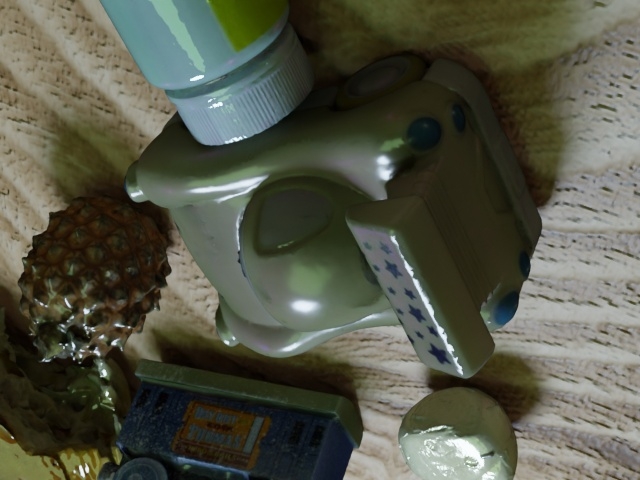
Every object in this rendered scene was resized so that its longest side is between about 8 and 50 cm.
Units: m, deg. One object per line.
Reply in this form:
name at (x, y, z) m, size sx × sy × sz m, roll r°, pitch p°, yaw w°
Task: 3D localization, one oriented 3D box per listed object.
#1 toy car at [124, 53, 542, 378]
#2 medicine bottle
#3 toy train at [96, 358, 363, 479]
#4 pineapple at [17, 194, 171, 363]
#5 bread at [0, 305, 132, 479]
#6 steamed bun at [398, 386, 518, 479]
toy car at (0.000, 0.000, 1.061) m, size 0.336 × 0.226 × 0.242 m, roll -8°, pitch 126°, yaw 33°
medicine bottle at (-0.105, -0.203, 0.991) m, size 0.139 × 0.139 × 0.225 m, roll -7°, pitch 126°, yaw 34°
toy train at (-0.104, 0.256, 1.385) m, size 0.300 × 0.202 × 0.131 m, roll 8°, pitch 149°, yaw 22°
pineapple at (-0.248, 0.053, 1.273) m, size 0.166 × 0.193 × 0.166 m, roll 16°, pitch 140°, yaw 14°
bread at (-0.415, 0.230, 1.522) m, size 0.370 × 0.191 × 0.314 m, roll -19°, pitch 105°, yaw 6°
steamed bun at (0.151, 0.209, 1.273) m, size 0.130 × 0.091 × 0.112 m, roll -9°, pitch 119°, yaw 38°
